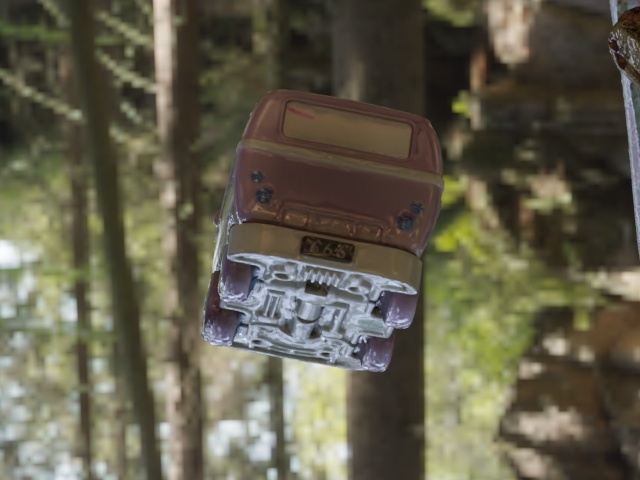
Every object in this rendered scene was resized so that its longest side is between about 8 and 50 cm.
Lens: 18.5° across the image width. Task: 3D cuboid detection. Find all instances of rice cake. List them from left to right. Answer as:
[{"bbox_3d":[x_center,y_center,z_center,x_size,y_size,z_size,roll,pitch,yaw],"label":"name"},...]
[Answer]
[{"bbox_3d":[0.276,-0.093,1.631,0.051,0.290,0.081,-2,-155,19],"label":"rice cake"}]

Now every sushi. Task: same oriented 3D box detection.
[{"bbox_3d":[0.246,-0.127,1.392,0.055,0.052,0.120,-14,-156,-9],"label":"sushi"}]

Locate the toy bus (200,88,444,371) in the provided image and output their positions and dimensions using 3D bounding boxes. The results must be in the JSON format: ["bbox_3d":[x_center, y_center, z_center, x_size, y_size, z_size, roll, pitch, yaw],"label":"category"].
[{"bbox_3d":[0.000,0.000,1.324,0.142,0.142,0.202,9,158,-5],"label":"toy bus"}]
